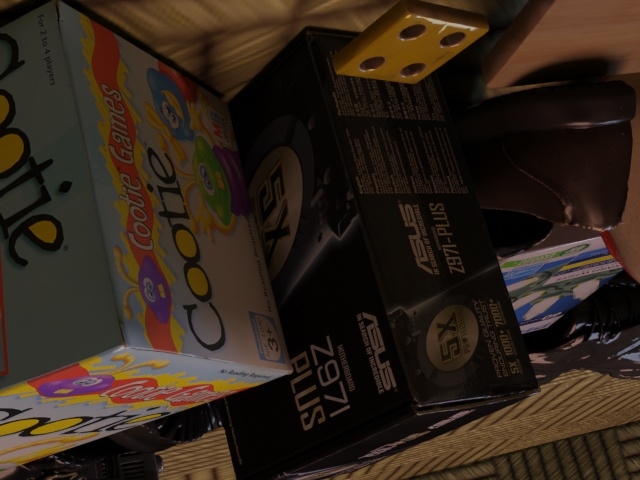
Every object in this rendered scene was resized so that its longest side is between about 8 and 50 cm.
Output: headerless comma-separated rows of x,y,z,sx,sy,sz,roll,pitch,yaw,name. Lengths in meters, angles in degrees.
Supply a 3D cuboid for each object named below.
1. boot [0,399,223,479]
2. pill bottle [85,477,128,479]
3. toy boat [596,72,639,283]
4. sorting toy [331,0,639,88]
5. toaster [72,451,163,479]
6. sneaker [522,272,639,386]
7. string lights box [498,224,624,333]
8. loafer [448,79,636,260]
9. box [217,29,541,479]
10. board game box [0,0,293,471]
-0.210,0.111,0.738,0.260,0.131,0.348,-16,163,2,boot
-0.180,0.203,0.575,0.136,0.136,0.245,-23,165,24,pill bottle
0.265,-0.067,0.626,0.231,0.151,0.151,-22,-169,23,toy boat
0.137,-0.119,0.460,0.274,0.046,0.132,-9,162,-18,sorting toy
-0.276,0.247,1.106,0.226,0.129,0.146,-6,163,-21,toaster
0.275,0.083,1.100,0.286,0.109,0.130,-15,156,-5,sneaker
0.141,0.007,0.795,0.133,0.077,0.260,-12,162,-14,string lights box
0.078,-0.027,0.577,0.080,0.078,0.220,-7,179,-22,loafer
0.006,0.015,0.540,0.077,0.180,0.147,-2,158,-37,box
-0.176,0.030,0.500,0.275,0.144,0.142,-20,162,19,board game box
